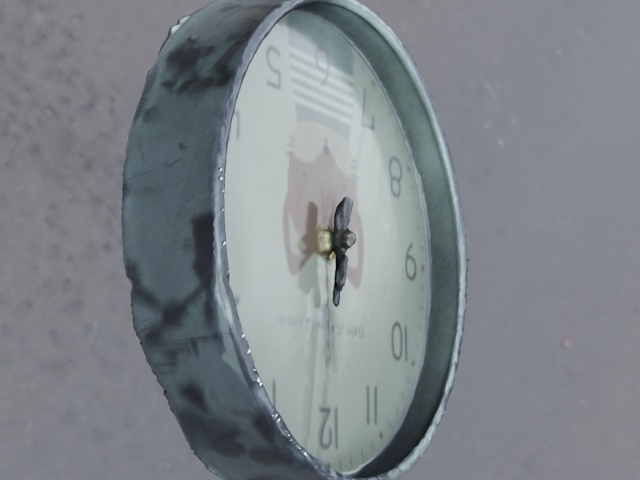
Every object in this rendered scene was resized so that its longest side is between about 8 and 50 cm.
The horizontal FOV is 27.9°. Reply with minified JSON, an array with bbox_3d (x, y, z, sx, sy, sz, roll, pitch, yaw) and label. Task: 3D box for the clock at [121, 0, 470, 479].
[{"bbox_3d":[0.000,0.000,0.814,0.325,0.067,0.325,17,69,-57],"label":"clock"}]
